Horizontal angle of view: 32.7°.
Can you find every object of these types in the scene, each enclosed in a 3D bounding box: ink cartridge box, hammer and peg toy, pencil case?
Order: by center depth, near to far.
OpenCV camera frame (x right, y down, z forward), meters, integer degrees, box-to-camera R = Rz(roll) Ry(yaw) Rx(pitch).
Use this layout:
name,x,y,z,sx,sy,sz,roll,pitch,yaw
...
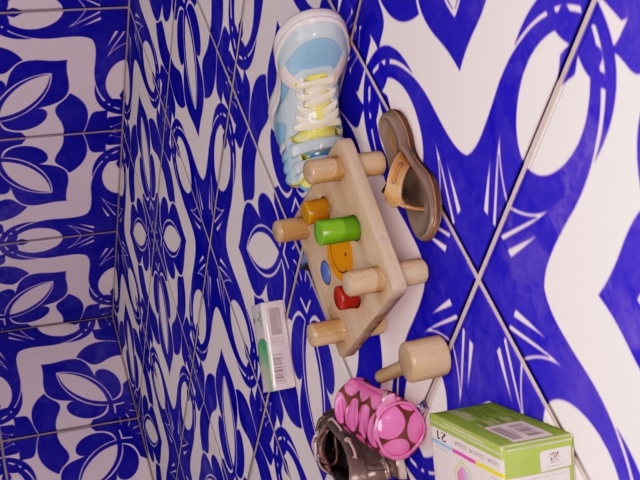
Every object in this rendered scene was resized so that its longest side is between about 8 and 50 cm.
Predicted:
name,x,y,z,sx,sy,sz,roll,pitch,yaw
ink cartridge box,0.221,0.341,1.306,0.189,0.097,0.255,-171,75,-70
hammer and peg toy,0.050,0.066,1.610,0.266,0.127,0.361,122,134,-58
pencil case,0.086,0.264,1.668,0.098,0.095,0.209,61,164,-11
ink cartridge box,-0.119,0.226,2.287,0.224,0.056,0.181,155,108,-68

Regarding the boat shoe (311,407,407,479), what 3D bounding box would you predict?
name,x,y,z,sx,sy,sz,roll,pitch,yaw
boat shoe,0.036,0.351,1.827,0.335,0.095,0.112,-173,77,-70

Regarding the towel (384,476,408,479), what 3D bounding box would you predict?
name,x,y,z,sx,sy,sz,roll,pitch,yaw
towel,0.030,0.477,1.690,0.076,0.227,0.308,59,152,28

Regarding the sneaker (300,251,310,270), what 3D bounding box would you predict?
name,x,y,z,sx,sy,sz,roll,pitch,yaw
sneaker,0.000,0.000,1.876,0.144,0.053,0.059,-60,41,47

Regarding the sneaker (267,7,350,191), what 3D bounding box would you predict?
name,x,y,z,sx,sy,sz,roll,pitch,yaw
sneaker,-0.001,-0.198,1.707,0.319,0.127,0.208,100,158,-62

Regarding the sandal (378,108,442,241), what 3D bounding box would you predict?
name,x,y,z,sx,sy,sz,roll,pitch,yaw
sandal,0.111,-0.090,1.516,0.090,0.060,0.219,114,144,-56
